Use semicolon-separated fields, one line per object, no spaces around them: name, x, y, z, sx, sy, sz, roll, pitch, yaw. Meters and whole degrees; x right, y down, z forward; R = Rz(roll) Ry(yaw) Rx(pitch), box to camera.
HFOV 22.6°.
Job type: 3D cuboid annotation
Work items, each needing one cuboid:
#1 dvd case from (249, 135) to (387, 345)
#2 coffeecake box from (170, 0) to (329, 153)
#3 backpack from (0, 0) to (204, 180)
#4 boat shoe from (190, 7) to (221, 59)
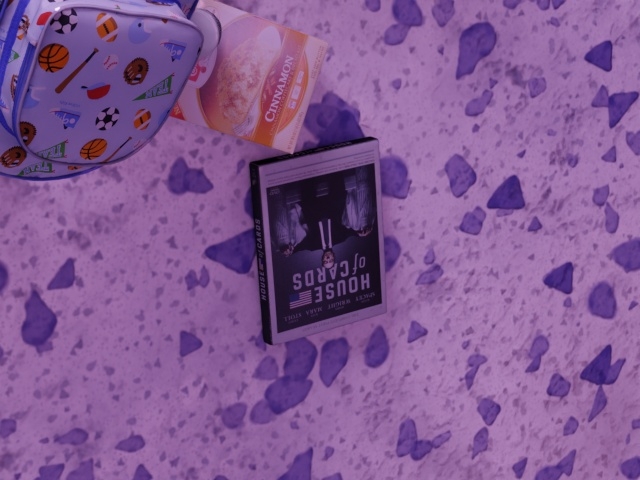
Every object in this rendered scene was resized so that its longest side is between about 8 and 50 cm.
dvd case;0.000;0.000;2.030;0.179;0.029;0.239;-15;111;-29
coffeecake box;-0.100;-0.197;1.882;0.185;0.068;0.142;15;96;-35
backpack;-0.261;-0.186;1.623;0.276;0.213;0.263;6;129;-37
boat shoe;-0.218;-0.226;1.773;0.219;0.070;0.078;1;105;0
